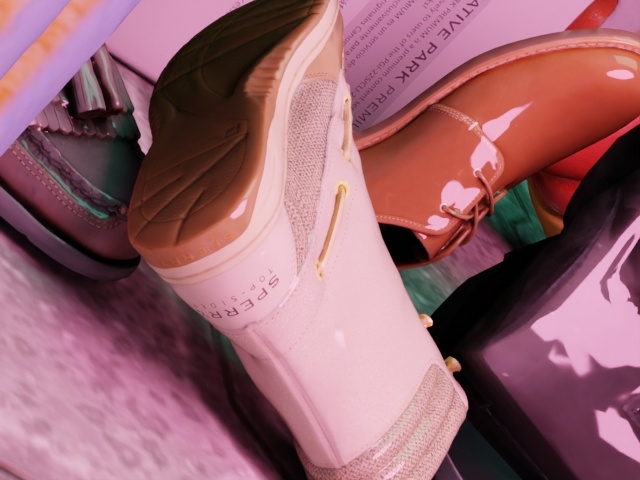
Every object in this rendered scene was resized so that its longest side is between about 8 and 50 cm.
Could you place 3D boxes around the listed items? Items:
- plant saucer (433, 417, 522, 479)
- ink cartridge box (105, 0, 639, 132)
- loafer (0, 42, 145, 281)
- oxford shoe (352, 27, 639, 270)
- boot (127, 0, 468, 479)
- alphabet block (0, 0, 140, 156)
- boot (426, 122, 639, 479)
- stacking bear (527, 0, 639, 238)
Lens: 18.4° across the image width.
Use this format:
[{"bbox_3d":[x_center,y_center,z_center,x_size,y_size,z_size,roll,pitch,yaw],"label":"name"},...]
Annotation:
[{"bbox_3d":[0.089,0.124,0.893,0.119,0.021,0.119,40,18,-16],"label":"plant saucer"},{"bbox_3d":[0.045,-0.188,1.029,0.272,0.309,0.130,34,20,-32],"label":"ink cartridge box"},{"bbox_3d":[-0.140,-0.105,0.796,0.267,0.084,0.096,51,18,20],"label":"loafer"},{"bbox_3d":[0.063,-0.028,0.905,0.076,0.212,0.076,60,7,-47],"label":"oxford shoe"},{"bbox_3d":[0.000,0.000,0.803,0.165,0.077,0.213,57,23,-26],"label":"boot"},{"bbox_3d":[-0.167,-0.137,0.639,0.197,0.192,0.193,46,16,9],"label":"alphabet block"},{"bbox_3d":[0.305,0.100,0.918,0.445,0.146,0.367,48,59,-1],"label":"boot"},{"bbox_3d":[0.202,-0.046,1.218,0.289,0.164,0.175,43,43,-46],"label":"stacking bear"}]
